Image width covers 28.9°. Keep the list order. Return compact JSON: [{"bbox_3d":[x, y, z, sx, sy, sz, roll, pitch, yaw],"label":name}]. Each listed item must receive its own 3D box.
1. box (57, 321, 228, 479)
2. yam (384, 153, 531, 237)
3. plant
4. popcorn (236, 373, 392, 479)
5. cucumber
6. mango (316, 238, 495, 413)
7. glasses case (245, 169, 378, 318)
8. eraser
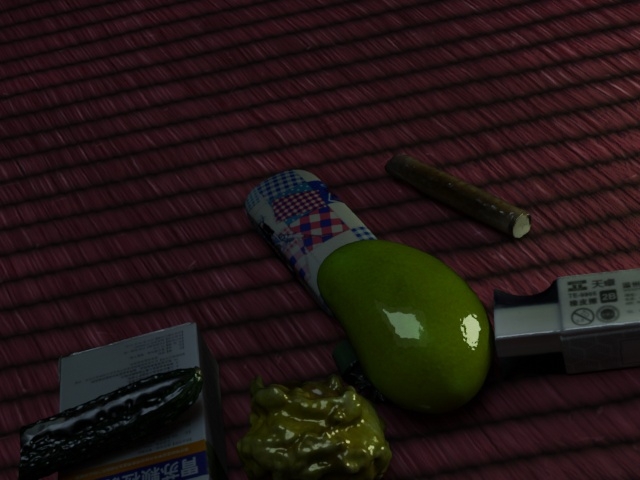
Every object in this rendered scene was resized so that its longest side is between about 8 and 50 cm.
[{"bbox_3d":[-0.232,0.267,1.630,0.200,0.106,0.299,-16,45,4],"label":"box"},{"bbox_3d":[0.201,-0.072,1.859,0.264,0.046,0.046,30,62,37],"label":"yam"},{"bbox_3d":[0.056,0.180,1.659,0.051,0.051,0.102,-29,52,-10],"label":"plant"},{"bbox_3d":[-0.004,0.238,1.525,0.197,0.197,0.155,5,77,23],"label":"popcorn"},{"bbox_3d":[-0.265,0.229,1.552,0.265,0.077,0.077,-20,44,-2],"label":"cucumber"},{"bbox_3d":[0.119,0.101,1.623,0.185,0.149,0.273,-17,55,-20],"label":"mango"},{"bbox_3d":[0.000,0.000,1.834,0.125,0.076,0.327,-29,46,-13],"label":"glasses case"},{"bbox_3d":[0.426,0.097,1.578,0.404,0.096,0.098,-8,46,13],"label":"eraser"}]
